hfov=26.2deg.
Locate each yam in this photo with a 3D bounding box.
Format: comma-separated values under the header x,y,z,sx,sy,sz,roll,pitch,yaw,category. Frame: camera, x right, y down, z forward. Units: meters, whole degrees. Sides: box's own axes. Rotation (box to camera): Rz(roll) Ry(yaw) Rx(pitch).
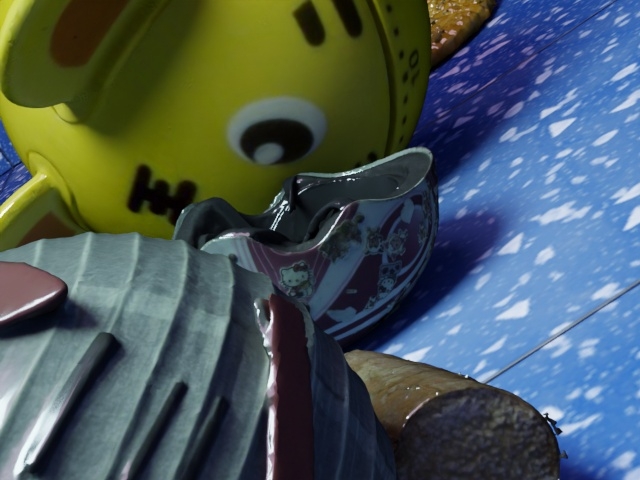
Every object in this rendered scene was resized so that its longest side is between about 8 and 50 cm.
x,y,z,sx,sy,sz,roll,pitch,yaw,category
0.041,0.089,0.601,0.084,0.084,0.127,-38,17,-12,yam

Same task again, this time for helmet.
x,y,z,sx,sy,sz,roll,pitch,yaw,category
-0.002,0.017,0.861,0.177,0.107,0.153,-18,11,-10,helmet

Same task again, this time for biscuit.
x,y,z,sx,sy,sz,roll,pitch,yaw,category
0.072,-0.199,1.443,0.254,0.035,0.254,-31,17,11,biscuit

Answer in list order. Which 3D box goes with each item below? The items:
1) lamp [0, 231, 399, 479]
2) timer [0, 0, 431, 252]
x,y,z,sx,sy,sz,roll,pitch,yaw,category
-0.088,0.118,0.470,0.233,0.233,0.265,-13,49,52,lamp
-0.106,-0.123,1.029,0.376,0.376,0.387,-17,17,46,timer
